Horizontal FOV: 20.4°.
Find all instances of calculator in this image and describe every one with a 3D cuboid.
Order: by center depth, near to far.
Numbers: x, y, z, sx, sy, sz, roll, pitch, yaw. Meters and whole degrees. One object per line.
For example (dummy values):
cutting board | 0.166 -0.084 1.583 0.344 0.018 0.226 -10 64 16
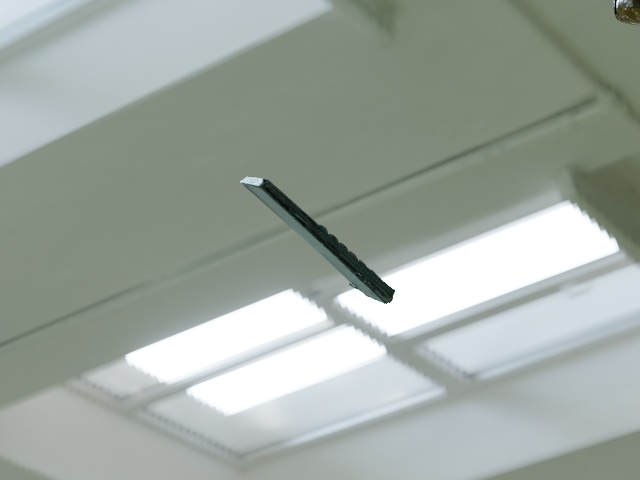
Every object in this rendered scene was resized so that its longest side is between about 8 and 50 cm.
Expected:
calculator | 0.000 0.000 1.603 0.172 0.057 0.018 41 -103 -22

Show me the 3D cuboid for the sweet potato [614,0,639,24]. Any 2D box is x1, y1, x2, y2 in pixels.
sweet potato | 0.316 -0.339 1.755 0.085 0.112 0.286 45 160 58
